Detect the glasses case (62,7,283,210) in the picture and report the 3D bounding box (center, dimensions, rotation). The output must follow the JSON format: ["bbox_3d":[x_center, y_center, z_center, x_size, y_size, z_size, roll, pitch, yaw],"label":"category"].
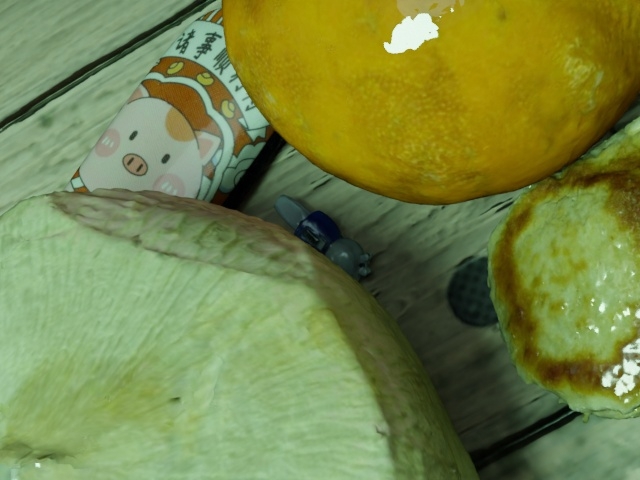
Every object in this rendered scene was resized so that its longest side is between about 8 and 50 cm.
[{"bbox_3d":[-0.109,-0.041,1.244,0.103,0.067,0.266,34,89,25],"label":"glasses case"}]

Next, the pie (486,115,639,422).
[{"bbox_3d":[0.198,0.013,1.096,0.205,0.084,0.179,-33,65,13],"label":"pie"}]

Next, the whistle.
[{"bbox_3d":[0.000,0.000,1.211,0.083,0.029,0.033,42,108,20],"label":"whistle"}]

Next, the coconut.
[{"bbox_3d":[-0.106,0.164,1.017,0.405,0.404,0.404,-6,72,20],"label":"coconut"}]

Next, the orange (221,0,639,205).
[{"bbox_3d":[0.077,-0.163,1.112,0.284,0.226,0.284,-10,63,20],"label":"orange"}]
